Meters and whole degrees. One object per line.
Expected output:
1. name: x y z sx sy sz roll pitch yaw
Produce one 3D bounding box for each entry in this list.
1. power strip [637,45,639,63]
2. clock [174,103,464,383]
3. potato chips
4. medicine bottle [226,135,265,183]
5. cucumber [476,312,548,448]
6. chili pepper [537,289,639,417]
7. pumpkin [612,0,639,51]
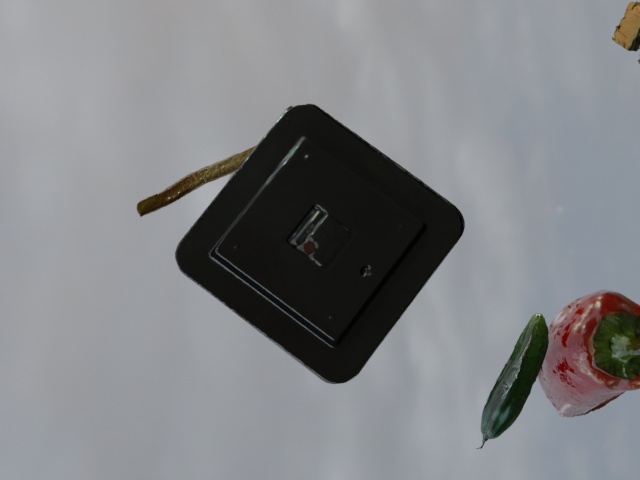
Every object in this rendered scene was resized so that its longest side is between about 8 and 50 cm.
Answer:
1. power strip: 0.540 -0.217 2.075 0.145 0.216 0.061 -115 39 -62
2. clock: 0.000 0.000 1.935 0.279 0.273 0.049 -53 -6 -14
3. potato chips: -0.147 -0.084 2.044 0.026 0.204 0.037 64 176 -2
4. medicine bottle: -0.087 -0.070 2.525 0.088 0.132 0.188 -46 21 60
5. cucumber: 0.205 0.147 1.653 0.168 0.039 0.039 -61 -35 -23
6. chili pepper: 0.333 0.123 1.858 0.338 0.135 0.131 96 151 -78
7. pumpkin: 0.496 -0.333 2.454 0.083 0.054 0.074 -22 -42 -64
